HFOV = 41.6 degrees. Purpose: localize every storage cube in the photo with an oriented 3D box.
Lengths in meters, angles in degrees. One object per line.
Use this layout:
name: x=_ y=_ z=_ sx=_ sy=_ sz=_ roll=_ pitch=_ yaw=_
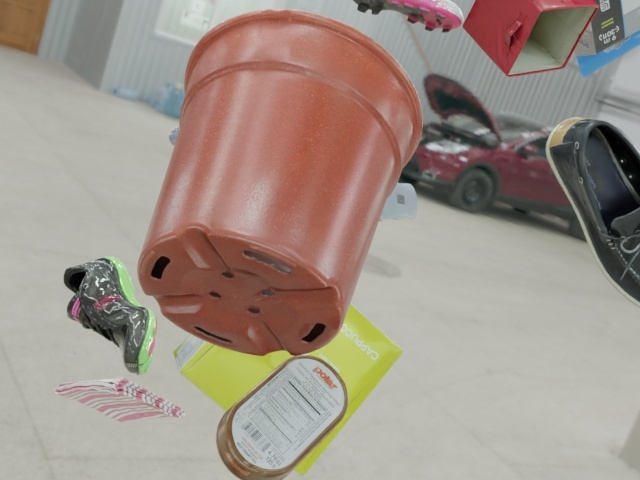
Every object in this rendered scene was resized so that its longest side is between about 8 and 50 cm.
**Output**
storage cube: x=0.476 y=-0.514 z=1.935 sx=0.215 sy=0.184 sz=0.193 roll=-13 pitch=54 yaw=-29

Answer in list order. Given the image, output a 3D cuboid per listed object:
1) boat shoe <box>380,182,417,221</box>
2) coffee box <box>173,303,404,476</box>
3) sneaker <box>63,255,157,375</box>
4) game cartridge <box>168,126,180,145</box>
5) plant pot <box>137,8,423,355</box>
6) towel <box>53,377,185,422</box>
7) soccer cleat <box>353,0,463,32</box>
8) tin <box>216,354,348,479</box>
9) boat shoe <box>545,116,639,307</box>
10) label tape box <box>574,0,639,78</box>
boat shoe: x=0.118 y=-0.097 z=1.859 sx=0.105 sy=0.113 sz=0.306 roll=-5 pitch=-1 yaw=24
coffee box: x=-0.083 y=0.242 z=1.838 sx=0.337 sy=0.338 sz=0.334 roll=42 pitch=-8 yaw=-9
sneaker: x=-0.591 y=0.217 z=2.338 sx=0.202 sy=0.185 sz=0.483 roll=-4 pitch=30 yaw=-32
game cartridge: x=-0.212 y=-0.296 z=2.117 sx=0.297 sy=0.062 sz=0.198 roll=-17 pitch=-2 yaw=13
plant pot: x=-0.048 y=-0.043 z=0.863 sx=0.272 sy=0.272 sz=0.265 roll=18 pitch=53 yaw=-4
towel: x=-0.351 y=0.288 z=1.486 sx=0.144 sy=0.029 sz=0.197 roll=-9 pitch=-31 yaw=25
soccer cleat: x=0.219 y=-0.616 z=2.072 sx=0.331 sy=0.143 sz=0.116 roll=24 pitch=-7 yaw=30
tin: x=-0.042 y=0.214 z=1.023 sx=0.106 sy=0.040 sz=0.189 roll=48 pitch=49 yaw=5
boat shoe: x=0.655 y=-0.043 z=1.772 sx=0.500 sy=0.186 sz=0.156 roll=58 pitch=-10 yaw=-2
label tape box: x=0.739 y=-0.578 z=2.060 sx=0.348 sy=0.249 sz=0.115 roll=63 pitch=-4 yaw=-37
